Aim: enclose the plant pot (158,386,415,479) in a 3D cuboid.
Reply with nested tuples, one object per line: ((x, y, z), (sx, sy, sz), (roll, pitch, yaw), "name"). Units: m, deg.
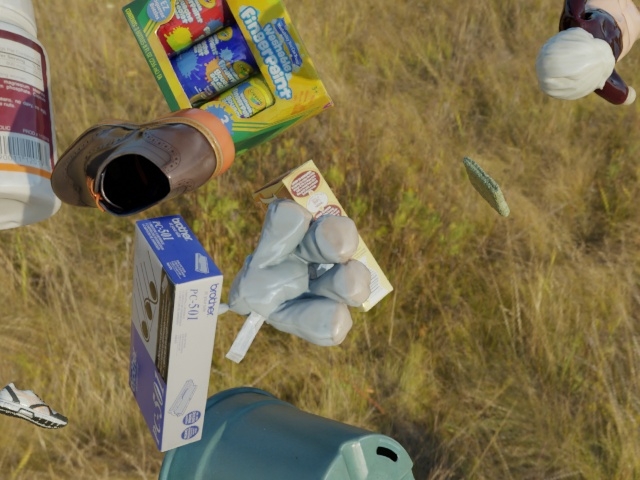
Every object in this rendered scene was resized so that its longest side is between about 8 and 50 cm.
((-0.039, 0.429, 1.109), (0.334, 0.341, 0.341), (-7, 21, 45), "plant pot")

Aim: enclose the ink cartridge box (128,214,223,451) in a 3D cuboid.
((-0.140, 0.089, 0.620), (0.046, 0.207, 0.097), (-11, 41, -31), "ink cartridge box")

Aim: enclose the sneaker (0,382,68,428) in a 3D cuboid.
((-0.415, 0.241, 0.966), (0.109, 0.040, 0.043), (33, 43, -28), "sneaker")

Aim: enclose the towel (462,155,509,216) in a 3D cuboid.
((0.386, -0.128, 1.551), (0.027, 0.110, 0.148), (-34, 47, 3), "towel")

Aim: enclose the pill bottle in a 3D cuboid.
((-0.574, -0.232, 1.130), (0.224, 0.224, 0.392), (-7, 76, -14), "pill bottle")

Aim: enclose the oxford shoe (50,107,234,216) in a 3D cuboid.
((-0.219, -0.073, 0.701), (0.271, 0.097, 0.098), (-10, 27, 39), "oxford shoe")

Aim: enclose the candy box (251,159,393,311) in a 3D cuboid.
((0.000, 0.000, 1.392), (0.087, 0.316, 0.183), (-36, 10, -24), "candy box")

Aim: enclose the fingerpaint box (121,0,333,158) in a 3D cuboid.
((-0.231, -0.466, 1.689), (0.371, 0.444, 0.163), (-26, -3, 7), "fingerpaint box")

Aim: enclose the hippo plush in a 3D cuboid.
((-0.038, 0.086, 1.153), (0.234, 0.236, 0.294), (39, 89, 8), "hippo plush")

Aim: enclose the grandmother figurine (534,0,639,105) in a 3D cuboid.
((0.388, -0.280, 0.936), (0.208, 0.104, 0.342), (55, 46, -5), "grandmother figurine")
